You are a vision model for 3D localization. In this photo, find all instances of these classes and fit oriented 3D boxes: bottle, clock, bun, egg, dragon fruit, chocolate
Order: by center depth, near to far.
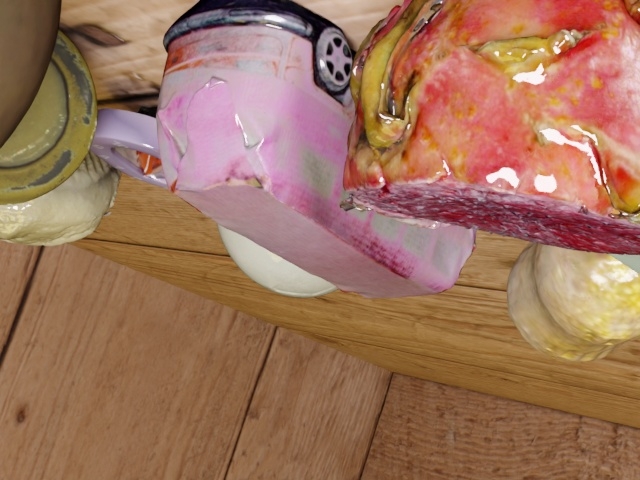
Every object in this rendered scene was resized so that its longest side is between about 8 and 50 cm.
[{"bbox_3d":[0.106,-0.077,0.622,0.211,0.147,0.282,13,177,-30],"label":"dragon fruit"},{"bbox_3d":[0.240,0.036,1.005,0.134,0.134,0.309,18,167,3],"label":"chocolate"},{"bbox_3d":[-0.022,-0.027,1.051,0.151,0.151,0.209,15,169,17],"label":"egg"},{"bbox_3d":[-0.355,-0.117,1.096,0.171,0.172,0.351,24,169,-30],"label":"bottle"},{"bbox_3d":[-0.150,-0.094,1.171,0.198,0.064,0.172,24,169,-32],"label":"clock"},{"bbox_3d":[-0.352,-0.062,1.351,0.220,0.134,0.220,18,-159,-7],"label":"bun"}]

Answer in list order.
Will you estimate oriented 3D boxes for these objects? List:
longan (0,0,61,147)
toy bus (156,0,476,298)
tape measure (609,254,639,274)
[{"bbox_3d":[-0.283,-0.139,0.680,0.258,0.258,0.258,18,171,3],"label":"longan"},{"bbox_3d":[0.005,-0.057,0.849,0.127,0.147,0.302,-2,161,35],"label":"toy bus"},{"bbox_3d":[0.327,-0.006,0.665,0.215,0.098,0.351,27,170,-35],"label":"tape measure"}]
